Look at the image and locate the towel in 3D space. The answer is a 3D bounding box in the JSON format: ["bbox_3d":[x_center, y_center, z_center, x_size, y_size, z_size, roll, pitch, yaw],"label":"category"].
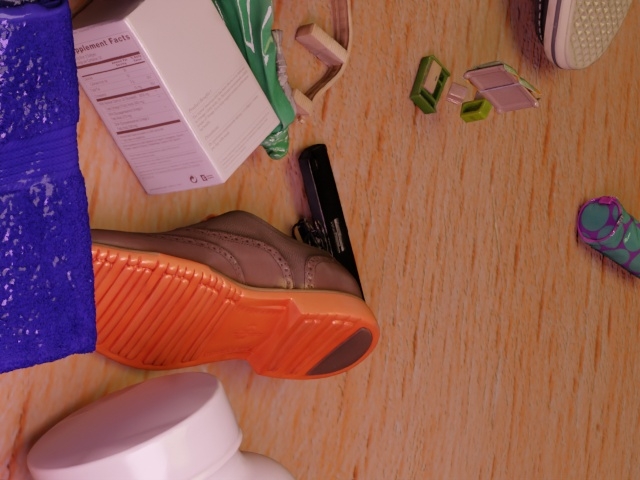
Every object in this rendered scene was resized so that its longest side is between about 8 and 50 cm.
[{"bbox_3d":[-0.279,-0.033,1.343,0.228,0.076,0.308,-14,110,-32],"label":"towel"}]

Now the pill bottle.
[{"bbox_3d":[-0.090,0.329,1.462,0.229,0.229,0.407,-36,110,-45],"label":"pill bottle"}]

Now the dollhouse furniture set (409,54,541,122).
[{"bbox_3d":[0.174,-0.178,1.891,0.076,0.152,0.058,41,57,-35],"label":"dollhouse furniture set"}]

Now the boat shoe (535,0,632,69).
[{"bbox_3d":[0.303,-0.457,2.086,0.187,0.156,0.500,-7,100,-53],"label":"boat shoe"}]

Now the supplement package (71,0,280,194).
[{"bbox_3d":[-0.139,-0.146,1.575,0.105,0.105,0.179,-49,120,-39],"label":"supplement package"}]

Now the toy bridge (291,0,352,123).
[{"bbox_3d":[0.003,-0.202,1.801,0.063,0.026,0.188,37,58,-40],"label":"toy bridge"}]

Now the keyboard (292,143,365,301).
[{"bbox_3d":[0.000,0.000,1.771,0.100,0.038,0.192,-31,107,-70],"label":"keyboard"}]

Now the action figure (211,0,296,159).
[{"bbox_3d":[-0.078,-0.179,1.657,0.063,0.137,0.232,-56,133,-52],"label":"action figure"}]

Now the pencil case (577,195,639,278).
[{"bbox_3d":[0.389,0.000,2.164,0.152,0.064,0.070,31,86,-41],"label":"pencil case"}]

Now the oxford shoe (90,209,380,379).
[{"bbox_3d":[-0.115,0.037,1.591,0.364,0.130,0.132,16,40,-39],"label":"oxford shoe"}]
